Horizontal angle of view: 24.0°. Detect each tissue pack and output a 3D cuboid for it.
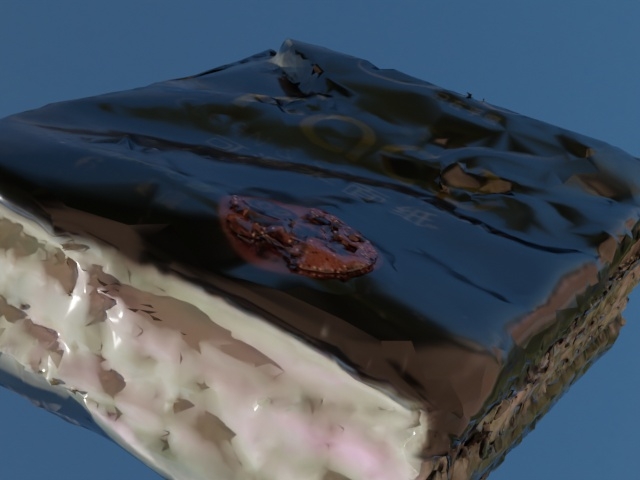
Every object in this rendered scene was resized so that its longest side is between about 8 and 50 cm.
[{"bbox_3d":[0.000,0.000,0.650,0.332,0.245,0.123,-27,-40,-62],"label":"tissue pack"}]
